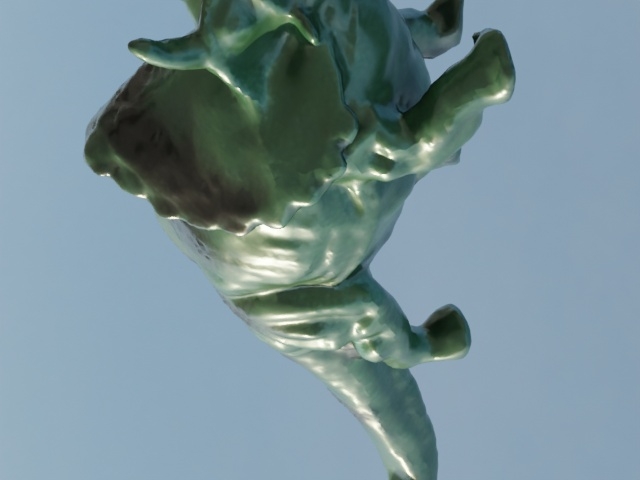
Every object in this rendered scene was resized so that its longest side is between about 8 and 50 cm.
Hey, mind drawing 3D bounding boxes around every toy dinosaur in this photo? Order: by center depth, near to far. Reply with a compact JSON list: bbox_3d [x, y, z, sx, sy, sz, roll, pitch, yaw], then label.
[{"bbox_3d":[0.016,-0.008,0.567,0.120,0.292,0.079,-27,-130,7],"label":"toy dinosaur"}]
